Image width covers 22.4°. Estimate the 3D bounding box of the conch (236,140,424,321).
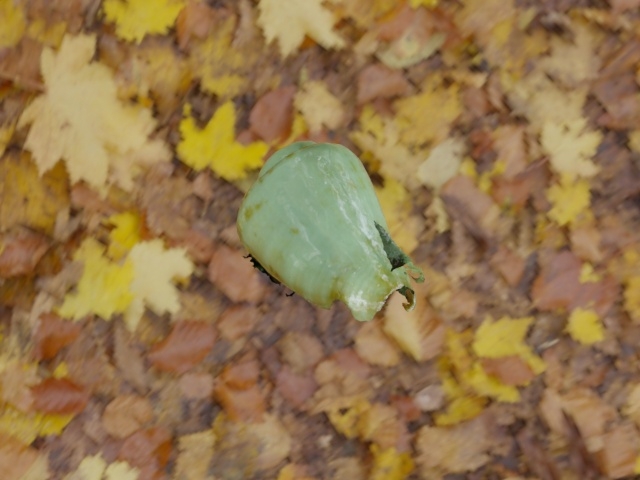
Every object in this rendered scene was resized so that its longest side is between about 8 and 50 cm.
[{"bbox_3d":[0.000,0.000,1.093,0.106,0.079,0.170,-40,50,9],"label":"conch"}]
